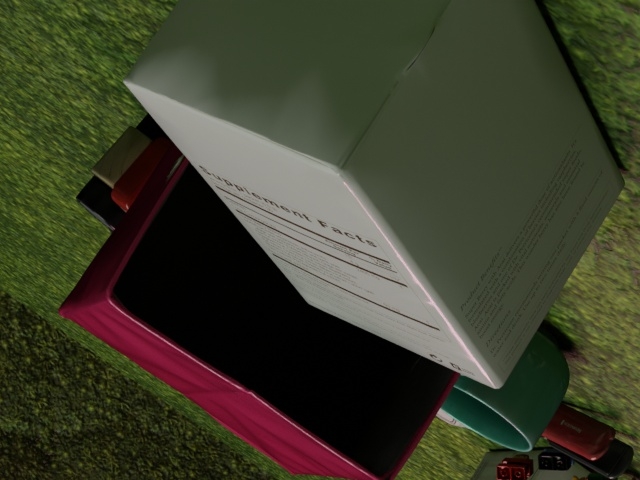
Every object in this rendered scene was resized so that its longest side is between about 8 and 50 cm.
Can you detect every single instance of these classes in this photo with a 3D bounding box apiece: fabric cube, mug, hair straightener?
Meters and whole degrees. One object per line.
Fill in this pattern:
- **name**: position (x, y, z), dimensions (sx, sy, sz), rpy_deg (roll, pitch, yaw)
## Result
- **fabric cube**: position (-0.020, 0.016, 1.475), dimensions (0.259, 0.254, 0.258), rpy_deg (35, 168, -10)
- **mug**: position (0.165, 0.116, 1.724), dimensions (0.129, 0.097, 0.158), rpy_deg (34, 165, -1)
- **hair straightener**: position (0.235, 0.198, 1.953), dimensions (0.230, 0.047, 0.089), rpy_deg (16, 158, 51)

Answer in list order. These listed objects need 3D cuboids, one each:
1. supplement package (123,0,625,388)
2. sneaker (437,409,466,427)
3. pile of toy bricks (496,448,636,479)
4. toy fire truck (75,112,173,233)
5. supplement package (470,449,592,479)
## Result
- **supplement package**: position (0.045, -0.067, 1.197), dimensions (0.175, 0.177, 0.293), rpy_deg (24, 163, 34)
- **sneaker**: position (0.116, 0.120, 1.873), dimensions (0.086, 0.085, 0.237), rpy_deg (21, 161, 26)
- **pile of toy bricks**: position (0.289, 0.272, 2.002), dimensions (0.212, 0.118, 0.105), rpy_deg (1, -170, 22)
- **toy fire truck**: position (-0.072, -0.006, 1.788), dimensions (0.246, 0.158, 0.217), rpy_deg (34, 170, 42)
- **supplement package**: position (0.249, 0.334, 2.196), dimensions (0.134, 0.139, 0.244), rpy_deg (36, 167, -7)
